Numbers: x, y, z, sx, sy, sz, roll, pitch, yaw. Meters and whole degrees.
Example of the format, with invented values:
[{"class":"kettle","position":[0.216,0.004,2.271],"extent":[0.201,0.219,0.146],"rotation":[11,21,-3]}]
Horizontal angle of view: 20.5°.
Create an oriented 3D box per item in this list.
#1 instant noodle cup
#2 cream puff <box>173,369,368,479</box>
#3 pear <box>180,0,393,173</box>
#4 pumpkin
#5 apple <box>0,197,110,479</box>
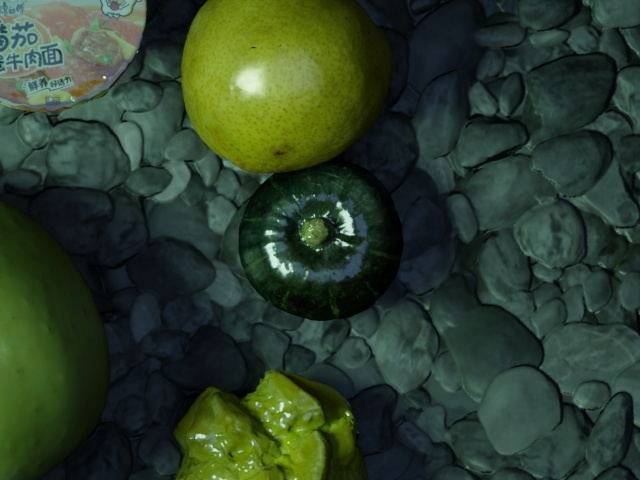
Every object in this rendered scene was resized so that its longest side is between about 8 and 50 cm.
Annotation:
[{"class":"instant noodle cup","position":[-0.273,-0.224,1.698],"extent":[0.205,0.153,0.205],"rotation":[-1,95,-11]},{"class":"cream puff","position":[-0.062,0.225,1.772],"extent":[0.221,0.195,0.194],"rotation":[-27,99,-10]},{"class":"pear","position":[-0.039,-0.161,1.717],"extent":[0.209,0.209,0.209],"rotation":[-1,96,-10]},{"class":"pumpkin","position":[0.000,0.001,1.781],"extent":[0.167,0.125,0.167],"rotation":[-2,106,-5]},{"class":"apple","position":[-0.371,0.109,1.625],"extent":[0.357,0.357,0.357],"rotation":[-1,96,-10]}]
